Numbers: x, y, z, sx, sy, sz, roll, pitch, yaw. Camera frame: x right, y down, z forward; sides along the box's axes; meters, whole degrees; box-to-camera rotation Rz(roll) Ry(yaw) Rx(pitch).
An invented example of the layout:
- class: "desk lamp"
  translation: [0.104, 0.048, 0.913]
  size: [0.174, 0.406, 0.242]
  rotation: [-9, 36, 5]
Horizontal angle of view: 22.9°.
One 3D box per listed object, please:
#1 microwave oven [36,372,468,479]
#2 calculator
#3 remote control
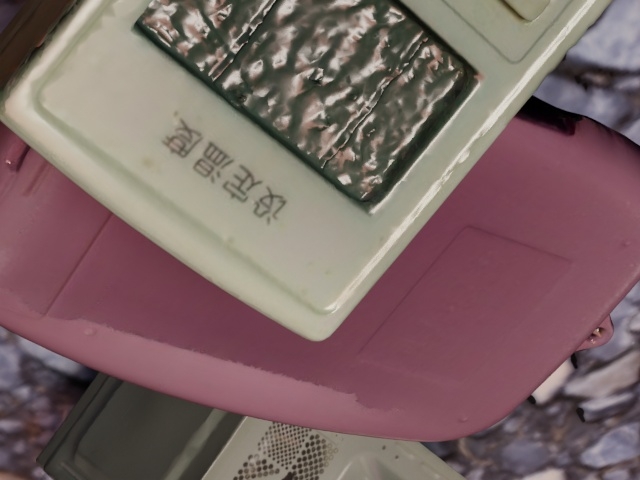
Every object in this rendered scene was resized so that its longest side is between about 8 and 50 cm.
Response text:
- class: "microwave oven"
  translation: [-0.011, 0.136, 0.781]
  size: [0.208, 0.162, 0.122]
  rotation: [40, 81, -31]
- class: "calculator"
  translation: [0.000, 0.001, 0.602]
  size: [0.294, 0.043, 0.194]
  rotation: [20, 125, -27]
- class: "remote control"
  translation: [0.053, -0.136, 0.483]
  size: [0.145, 0.050, 0.344]
  rotation: [36, 95, -30]
